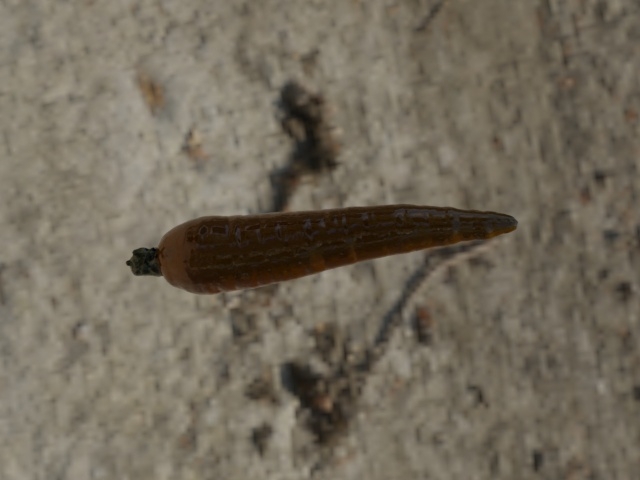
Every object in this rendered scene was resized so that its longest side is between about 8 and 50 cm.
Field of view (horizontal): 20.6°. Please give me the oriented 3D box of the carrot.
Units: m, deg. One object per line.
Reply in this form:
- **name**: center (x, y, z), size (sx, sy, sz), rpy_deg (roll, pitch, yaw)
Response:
- **carrot**: center (0.000, 0.000, 1.495), size (0.069, 0.336, 0.069), rpy_deg (-7, 90, -86)
